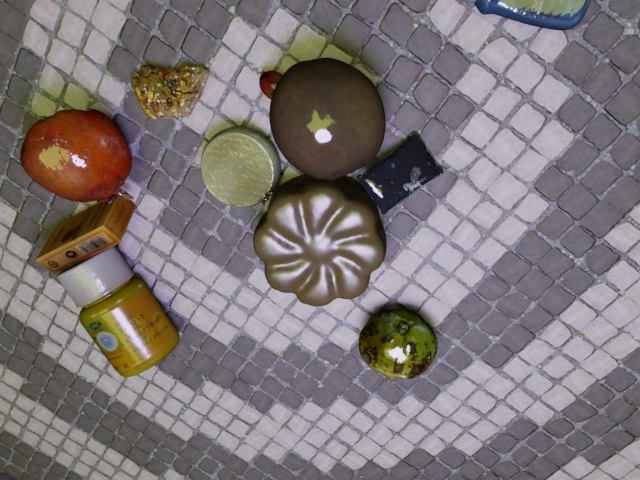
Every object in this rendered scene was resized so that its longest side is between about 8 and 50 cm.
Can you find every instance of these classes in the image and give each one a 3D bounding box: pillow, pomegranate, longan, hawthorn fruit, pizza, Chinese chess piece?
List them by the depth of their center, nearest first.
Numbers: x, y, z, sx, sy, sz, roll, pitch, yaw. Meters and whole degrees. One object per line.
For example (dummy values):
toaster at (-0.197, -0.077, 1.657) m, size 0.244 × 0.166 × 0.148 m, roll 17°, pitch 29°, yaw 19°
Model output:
longan at (0.015, -0.300, 1.093) m, size 0.297 × 0.297 × 0.298 m, roll 3°, pitch 111°, yaw 8°
hawthorn fruit at (-0.127, -0.414, 1.177) m, size 0.077 × 0.077 × 0.077 m, roll 3°, pitch 111°, yaw 8°
pillow at (0.216, -0.177, 1.194) m, size 0.208 × 0.055 × 0.141 m, roll -38°, pitch 101°, yaw -4°
pizza at (-0.415, -0.409, 1.227) m, size 0.226 × 0.069 × 0.147 m, roll 2°, pitch 109°, yaw 8°
hawthorn fruit at (-0.650, -0.216, 1.249) m, size 0.276 × 0.276 × 0.307 m, roll -34°, pitch 116°, yaw 19°
Chinese chess piece at (-0.223, -0.203, 1.261) m, size 0.237 × 0.092 × 0.238 m, roll 3°, pitch 110°, yaw 8°
pomegranate at (0.219, 0.340, 1.332) m, size 0.221 × 0.204 × 0.277 m, roll 27°, pitch 111°, yaw 18°

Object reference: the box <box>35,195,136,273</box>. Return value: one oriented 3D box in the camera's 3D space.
box at (-0.713, -0.025, 1.358) m, size 0.274 × 0.174 × 0.076 m, roll -23°, pitch 128°, yaw 16°

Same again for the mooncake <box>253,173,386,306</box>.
mooncake at (0.000, 0.000, 1.245) m, size 0.377 × 0.201 × 0.379 m, roll 3°, pitch 112°, yaw 7°

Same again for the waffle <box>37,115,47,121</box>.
waffle at (-0.814, -0.304, 1.356) m, size 0.135 × 0.021 × 0.092 m, roll 42°, pitch 110°, yaw -7°

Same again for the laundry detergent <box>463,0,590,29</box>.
laundry detergent at (0.457, -0.573, 1.009) m, size 0.289 × 0.094 × 0.144 m, roll 11°, pitch 116°, yaw 5°

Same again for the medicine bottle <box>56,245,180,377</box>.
medicine bottle at (-0.641, 0.222, 1.418) m, size 0.224 × 0.224 × 0.385 m, roll -22°, pitch 106°, yaw 16°
